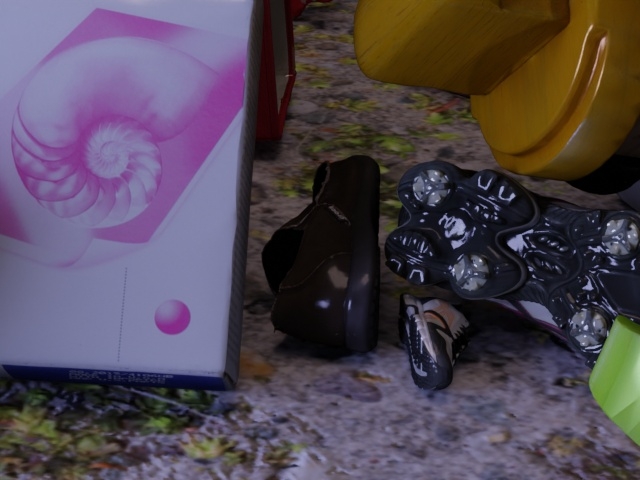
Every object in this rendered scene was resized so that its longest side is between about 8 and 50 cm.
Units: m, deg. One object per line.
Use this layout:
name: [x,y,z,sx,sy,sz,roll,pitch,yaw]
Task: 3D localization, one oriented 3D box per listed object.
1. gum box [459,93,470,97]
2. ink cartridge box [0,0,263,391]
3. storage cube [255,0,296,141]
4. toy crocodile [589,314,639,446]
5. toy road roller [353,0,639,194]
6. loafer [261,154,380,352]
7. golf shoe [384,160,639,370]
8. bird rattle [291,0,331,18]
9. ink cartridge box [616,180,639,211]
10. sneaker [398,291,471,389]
gum box: [0.122,-0.195,1.744,0.188,0.107,0.062,21,29,39]
ink cartridge box: [-0.202,-0.080,1.197,0.324,0.330,0.071,2,-13,3]
storage cube: [-0.126,-0.195,1.602,0.193,0.215,0.184,-3,22,5]
toy crocodile: [0.292,0.062,1.096,0.340,0.115,0.105,-15,40,-37]
toy road roller: [0.151,-0.200,1.242,0.240,0.330,0.202,7,-22,-23]
loafer: [0.000,0.000,1.294,0.078,0.080,0.220,2,22,0]
golf shoe: [0.176,0.022,1.226,0.273,0.105,0.120,26,8,24]
bird rattle: [-0.097,-0.316,1.932,0.253,0.207,0.143,4,39,31]
ink cartridge box: [0.431,-0.154,1.435,0.384,0.279,0.160,-6,22,-18]
sneaker: [0.075,0.060,1.208,0.043,0.040,0.109,2,22,-5]
